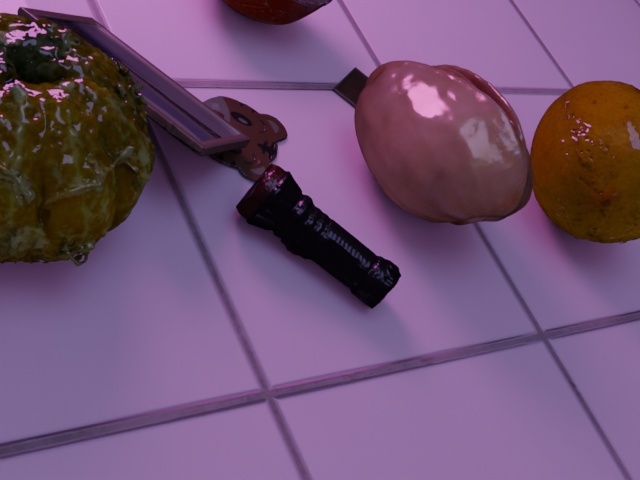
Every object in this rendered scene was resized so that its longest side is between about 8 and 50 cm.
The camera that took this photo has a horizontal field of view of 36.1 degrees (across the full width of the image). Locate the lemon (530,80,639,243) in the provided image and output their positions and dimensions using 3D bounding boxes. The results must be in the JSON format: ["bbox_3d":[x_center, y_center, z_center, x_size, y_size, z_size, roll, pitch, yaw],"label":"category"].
[{"bbox_3d":[0.474,-0.134,1.616,0.257,0.258,0.310,26,39,-13],"label":"lemon"}]

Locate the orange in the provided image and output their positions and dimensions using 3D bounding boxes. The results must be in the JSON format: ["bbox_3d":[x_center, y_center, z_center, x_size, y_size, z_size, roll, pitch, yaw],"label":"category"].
[{"bbox_3d":[-0.333,-0.118,1.073,0.300,0.223,0.301,34,42,4],"label":"orange"}]

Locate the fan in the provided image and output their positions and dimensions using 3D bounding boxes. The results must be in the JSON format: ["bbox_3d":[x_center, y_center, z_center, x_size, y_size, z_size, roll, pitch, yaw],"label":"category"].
[{"bbox_3d":[-0.155,-0.171,1.398,0.226,0.008,0.153,26,42,-13],"label":"fan"}]

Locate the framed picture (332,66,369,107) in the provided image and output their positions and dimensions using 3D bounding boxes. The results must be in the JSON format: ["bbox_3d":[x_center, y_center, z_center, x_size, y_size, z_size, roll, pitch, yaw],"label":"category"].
[{"bbox_3d":[0.064,-0.247,1.618,0.066,0.007,0.089,38,42,0],"label":"framed picture"}]

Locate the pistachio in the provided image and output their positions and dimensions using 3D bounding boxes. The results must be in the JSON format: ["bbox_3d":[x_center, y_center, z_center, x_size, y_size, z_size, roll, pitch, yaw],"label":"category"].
[{"bbox_3d":[0.186,-0.139,1.445,0.229,0.230,0.309,-3,47,-36],"label":"pistachio"}]

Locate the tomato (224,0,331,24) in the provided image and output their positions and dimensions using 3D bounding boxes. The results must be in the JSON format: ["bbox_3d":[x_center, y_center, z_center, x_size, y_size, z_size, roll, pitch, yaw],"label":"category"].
[{"bbox_3d":[-0.092,-0.437,1.567,0.214,0.155,0.181,27,61,-32],"label":"tomato"}]

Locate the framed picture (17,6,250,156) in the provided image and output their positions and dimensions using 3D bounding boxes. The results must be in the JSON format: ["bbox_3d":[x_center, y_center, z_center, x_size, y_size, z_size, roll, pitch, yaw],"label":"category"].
[{"bbox_3d":[-0.235,-0.208,1.286,0.289,0.016,0.213,38,14,4],"label":"framed picture"}]

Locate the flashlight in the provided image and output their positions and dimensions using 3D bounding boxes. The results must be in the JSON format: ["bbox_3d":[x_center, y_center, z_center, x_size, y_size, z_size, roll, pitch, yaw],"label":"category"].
[{"bbox_3d":[0.000,0.000,1.304,0.232,0.093,0.093,40,41,-6],"label":"flashlight"}]
